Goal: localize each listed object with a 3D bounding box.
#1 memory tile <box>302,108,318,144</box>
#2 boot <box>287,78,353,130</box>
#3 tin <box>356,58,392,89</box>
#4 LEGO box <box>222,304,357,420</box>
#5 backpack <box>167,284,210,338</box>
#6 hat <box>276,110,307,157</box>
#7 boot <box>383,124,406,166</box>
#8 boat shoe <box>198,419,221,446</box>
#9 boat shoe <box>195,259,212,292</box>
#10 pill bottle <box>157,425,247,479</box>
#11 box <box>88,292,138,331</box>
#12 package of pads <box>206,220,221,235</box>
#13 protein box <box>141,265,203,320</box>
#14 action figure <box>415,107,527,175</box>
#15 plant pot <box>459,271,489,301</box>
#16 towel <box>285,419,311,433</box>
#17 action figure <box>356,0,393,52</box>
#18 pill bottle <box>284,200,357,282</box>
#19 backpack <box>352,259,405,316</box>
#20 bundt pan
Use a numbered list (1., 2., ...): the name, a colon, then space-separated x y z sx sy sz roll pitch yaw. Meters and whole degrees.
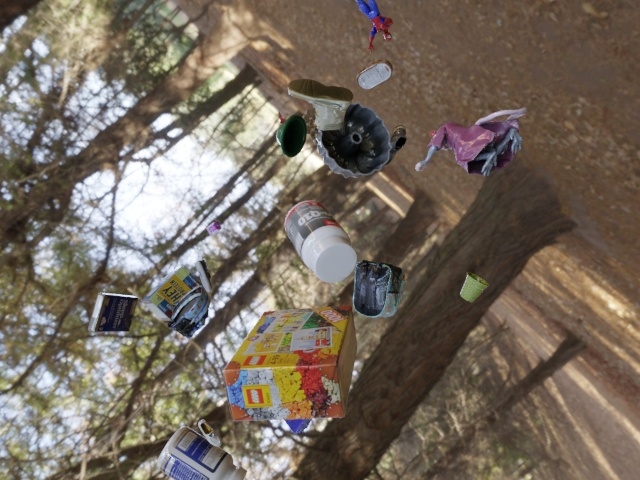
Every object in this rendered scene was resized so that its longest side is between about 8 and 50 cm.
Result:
1. memory tile: -0.036 -0.538 2.388 0.012 0.113 0.148 -6 139 49
2. boot: -0.011 -0.446 1.672 0.213 0.077 0.165 10 153 -5
3. tin: 0.264 -0.809 2.462 0.106 0.189 0.040 46 -146 -34
4. LEGO box: -0.080 0.419 1.798 0.500 0.372 0.193 -58 -38 -74
5. backpack: -0.477 0.260 1.894 0.117 0.173 0.158 40 -168 -23
6. hat: -0.172 -0.441 2.052 0.183 0.173 0.208 19 -167 26
7. boot: 0.310 -0.394 2.188 0.076 0.198 0.137 19 -150 -8
8. boat shoe: -0.340 0.597 1.552 0.100 0.035 0.035 55 162 -3
9. boat shoe: -0.482 0.148 2.116 0.049 0.040 0.142 -8 105 52
10. pill bottle: -0.379 0.736 1.631 0.264 0.153 0.153 29 -176 9
11. box: -0.753 0.270 1.868 0.036 0.137 0.225 12 174 18
12. package of pads: -0.547 -0.063 2.579 0.050 0.083 0.032 56 -138 -6
13. protein box: -0.650 0.235 2.205 0.136 0.200 0.201 48 154 -14
14. action figure: 0.495 -0.356 1.764 0.248 0.276 0.370 -8 -153 -24
15. plant pot: 0.513 0.163 1.699 0.083 0.079 0.083 24 -163 -8
16. towel: -0.164 0.708 2.250 0.308 0.076 0.228 42 141 21
17. action figure: 0.176 -0.783 1.770 0.280 0.091 0.139 35 -124 -46
18. pill bottle: 0.000 0.000 1.582 0.161 0.161 0.283 40 -172 -34
19. backpack: 0.200 0.174 1.743 0.165 0.189 0.144 7 172 43
20. bundt pan: 0.128 -0.406 2.107 0.331 0.331 0.124 43 156 -5
